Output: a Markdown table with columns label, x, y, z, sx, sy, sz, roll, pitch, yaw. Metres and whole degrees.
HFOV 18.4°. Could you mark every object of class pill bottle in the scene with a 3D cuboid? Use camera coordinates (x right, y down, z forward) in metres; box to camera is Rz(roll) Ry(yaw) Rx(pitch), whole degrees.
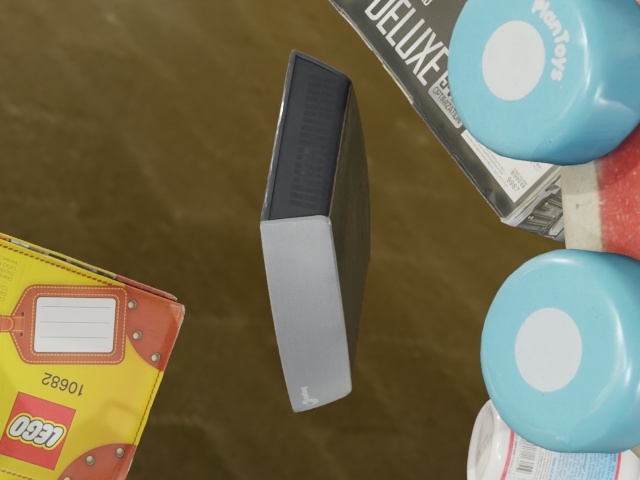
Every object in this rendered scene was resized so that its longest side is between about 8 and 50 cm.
| label | x | y | z | sx | sy | sz | roll | pitch | yaw |
| --- | --- | --- | --- | --- | --- | --- | --- | --- | --- |
| pill bottle | 0.209 | 0.186 | 1.650 | 0.160 | 0.087 | 0.087 | 12 | 28 | -8 |

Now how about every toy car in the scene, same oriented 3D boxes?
| label | x | y | z | sx | sy | sz | roll | pitch | yaw |
| --- | --- | --- | --- | --- | --- | --- | --- | --- | --- |
| toy car | 0.208 | -0.023 | 0.717 | 0.219 | 0.238 | 0.210 | 6 | 75 | -45 |

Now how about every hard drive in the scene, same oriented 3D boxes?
| label | x | y | z | sx | sy | sz | roll | pitch | yaw |
| --- | --- | --- | --- | --- | --- | --- | --- | --- | --- |
| hard drive | 0.000 | 0.000 | 1.455 | 0.054 | 0.254 | 0.172 | 4 | 56 | 8 |

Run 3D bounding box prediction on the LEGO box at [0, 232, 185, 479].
| label | x | y | z | sx | sy | sz | roll | pitch | yaw |
| --- | --- | --- | --- | --- | --- | --- | --- | --- | --- |
| LEGO box | -0.425 | 0.041 | 1.679 | 0.500 | 0.193 | 0.372 | 21 | -4 | -26 |

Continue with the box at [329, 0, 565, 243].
| label | x | y | z | sx | sy | sz | roll | pitch | yaw |
| --- | --- | --- | --- | --- | --- | --- | --- | --- | --- |
| box | 0.121 | -0.122 | 1.350 | 0.242 | 0.076 | 0.307 | 16 | 33 | -55 |
